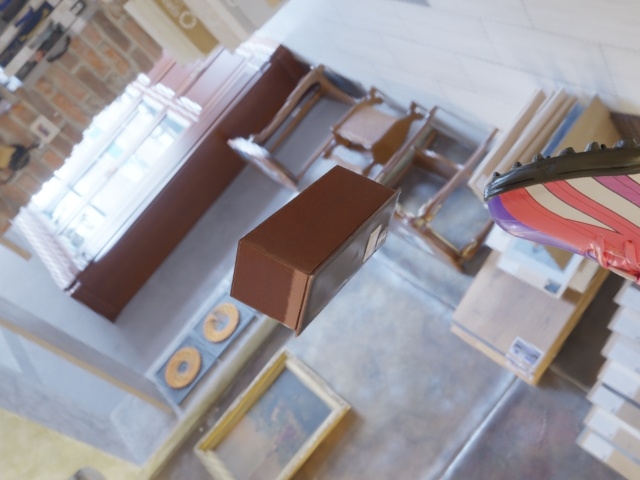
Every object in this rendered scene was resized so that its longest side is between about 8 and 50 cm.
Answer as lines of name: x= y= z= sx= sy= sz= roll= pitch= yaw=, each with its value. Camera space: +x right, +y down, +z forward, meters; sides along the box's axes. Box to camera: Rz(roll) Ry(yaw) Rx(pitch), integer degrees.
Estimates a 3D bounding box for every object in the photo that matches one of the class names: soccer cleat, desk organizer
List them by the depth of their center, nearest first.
soccer cleat: x=0.238 y=0.002 z=0.391 sx=0.318 sy=0.117 sz=0.108 roll=2 pitch=180 yaw=39
desk organizer: x=0.000 y=0.000 z=0.445 sx=0.050 sy=0.130 sz=0.047 roll=26 pitch=126 yaw=17
